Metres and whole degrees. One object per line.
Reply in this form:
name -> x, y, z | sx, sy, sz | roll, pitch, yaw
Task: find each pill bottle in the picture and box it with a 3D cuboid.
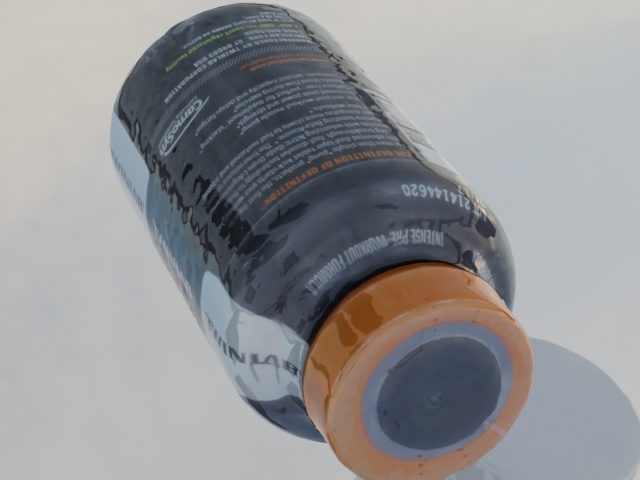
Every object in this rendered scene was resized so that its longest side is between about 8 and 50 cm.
pill bottle -> 0.000, 0.000, 0.727 | 0.130, 0.130, 0.245 | -23, -144, -9
pill bottle -> 0.097, 0.232, 1.150 | 0.188, 0.334, 0.188 | 11, -143, -9
